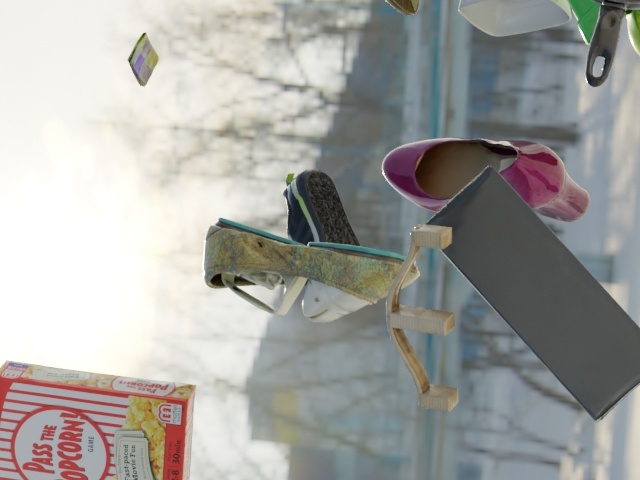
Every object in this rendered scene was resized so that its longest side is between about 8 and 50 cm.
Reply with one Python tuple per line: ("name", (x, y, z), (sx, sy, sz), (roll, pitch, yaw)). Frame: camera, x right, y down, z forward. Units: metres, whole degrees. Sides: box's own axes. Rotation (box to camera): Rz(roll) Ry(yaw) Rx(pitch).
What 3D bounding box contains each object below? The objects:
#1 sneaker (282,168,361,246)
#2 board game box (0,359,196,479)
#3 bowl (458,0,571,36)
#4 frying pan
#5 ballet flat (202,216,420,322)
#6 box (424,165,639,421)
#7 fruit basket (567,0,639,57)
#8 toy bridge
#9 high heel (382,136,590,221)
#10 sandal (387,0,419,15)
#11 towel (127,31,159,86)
("sneaker", (0.000, 0.000, 2.592), (0.097, 0.084, 0.234), (-27, 73, 51))
("board game box", (-0.224, 0.203, 1.625), (0.045, 0.193, 0.146), (-68, -17, -69))
("bowl", (0.288, -0.354, 2.432), (0.142, 0.142, 0.053), (25, -118, -54))
("frying pan", (0.364, -0.287, 1.887), (0.053, 0.197, 0.326), (92, 172, -52))
("ballet flat", (-0.021, 0.051, 2.206), (0.123, 0.348, 0.123), (-18, -67, -49))
("box", (0.228, 0.049, 1.708), (0.103, 0.261, 0.184), (-42, -2, 3))
("fruit basket", (0.513, -0.378, 2.327), (0.283, 0.392, 0.392), (-44, 23, 41))
("toy bridge", (0.095, 0.075, 1.556), (0.026, 0.063, 0.188), (-38, -50, -55))
("high heel", (0.204, -0.116, 2.407), (0.181, 0.377, 0.127), (32, -108, -45))
("sandal", (0.068, -0.375, 2.287), (0.049, 0.180, 0.072), (-17, 50, 52))
("towel", (-0.275, -0.282, 2.573), (0.060, 0.009, 0.083), (-64, -20, -19))
